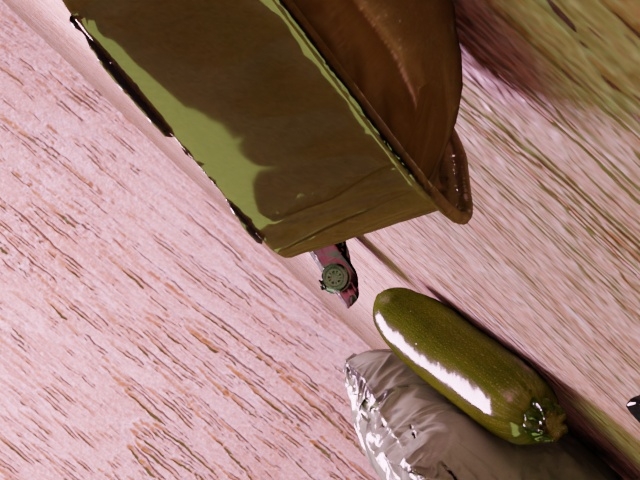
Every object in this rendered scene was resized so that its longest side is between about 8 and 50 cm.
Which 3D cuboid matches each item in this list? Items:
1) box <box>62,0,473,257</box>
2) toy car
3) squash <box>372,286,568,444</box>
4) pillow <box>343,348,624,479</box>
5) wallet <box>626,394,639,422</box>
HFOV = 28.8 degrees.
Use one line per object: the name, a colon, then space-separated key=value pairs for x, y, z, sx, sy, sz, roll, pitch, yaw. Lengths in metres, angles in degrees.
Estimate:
box: x=-0.010 y=-0.075 z=0.431 sx=0.177 sy=0.111 sz=0.111 roll=49 pitch=174 yaw=-20
toy car: x=0.000 y=0.000 z=1.222 sx=0.142 sy=0.055 sz=0.069 roll=57 pitch=175 yaw=4
squash: x=0.125 y=0.107 z=1.052 sx=0.069 sy=0.069 sz=0.258 roll=47 pitch=174 yaw=-37
pillow: x=0.153 y=0.210 z=1.127 sx=0.283 sy=0.138 sz=0.310 roll=31 pitch=-176 yaw=-20
wallet: x=0.247 y=0.140 z=0.546 sx=0.146 sy=0.030 sz=0.285 roll=42 pitch=177 yaw=-14
